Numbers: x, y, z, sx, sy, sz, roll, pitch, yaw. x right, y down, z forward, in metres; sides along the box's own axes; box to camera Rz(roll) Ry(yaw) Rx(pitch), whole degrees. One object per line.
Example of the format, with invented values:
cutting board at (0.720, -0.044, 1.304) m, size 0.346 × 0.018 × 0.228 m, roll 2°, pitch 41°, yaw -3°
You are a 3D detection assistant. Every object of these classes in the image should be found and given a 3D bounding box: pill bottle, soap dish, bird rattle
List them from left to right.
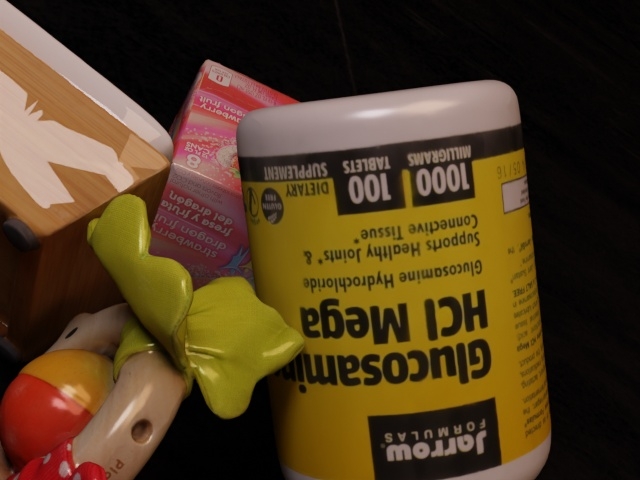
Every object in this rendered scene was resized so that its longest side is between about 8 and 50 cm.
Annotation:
soap dish at (-0.251, -0.061, 0.729) m, size 0.291 × 0.229 × 0.118 m, roll 37°, pitch 54°, yaw 4°
bird rattle at (-0.130, 0.115, 0.620) m, size 0.143 × 0.207 × 0.253 m, roll 36°, pitch 66°, yaw -28°
pill bottle at (0.055, 0.068, 0.723) m, size 0.188 × 0.188 × 0.333 m, roll -15°, pitch 101°, yaw -45°

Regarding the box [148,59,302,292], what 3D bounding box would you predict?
box at (0.000, 0.000, 0.903) m, size 0.300 × 0.142 × 0.154 m, roll 24°, pitch 39°, yaw -14°
